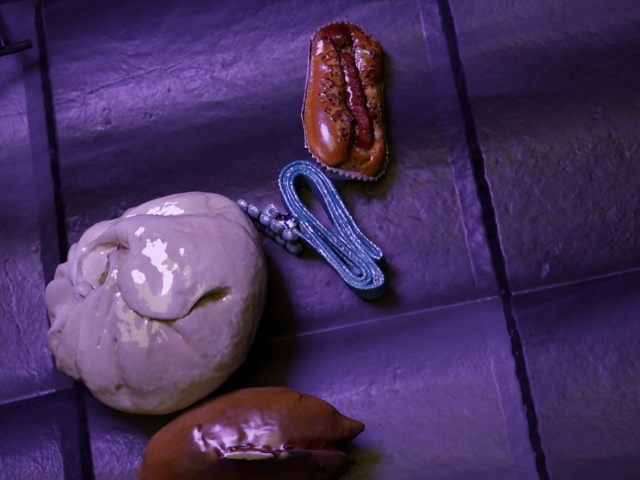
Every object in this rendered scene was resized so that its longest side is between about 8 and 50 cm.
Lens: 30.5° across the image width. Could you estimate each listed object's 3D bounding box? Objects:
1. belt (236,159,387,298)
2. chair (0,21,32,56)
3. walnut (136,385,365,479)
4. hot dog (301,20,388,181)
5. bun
[{"bbox_3d":[0.000,-0.001,1.299,0.100,0.065,0.179,-37,70,-8],"label":"belt"},{"bbox_3d":[-0.496,-0.276,1.390,0.260,0.141,0.154,-20,53,-17],"label":"chair"},{"bbox_3d":[-0.073,0.222,1.228,0.245,0.137,0.137,-15,74,9],"label":"walnut"},{"bbox_3d":[0.029,-0.156,1.315,0.108,0.059,0.191,9,68,-29],"label":"hot dog"},{"bbox_3d":[-0.185,0.062,1.256,0.259,0.160,0.259,-12,64,27],"label":"bun"}]
